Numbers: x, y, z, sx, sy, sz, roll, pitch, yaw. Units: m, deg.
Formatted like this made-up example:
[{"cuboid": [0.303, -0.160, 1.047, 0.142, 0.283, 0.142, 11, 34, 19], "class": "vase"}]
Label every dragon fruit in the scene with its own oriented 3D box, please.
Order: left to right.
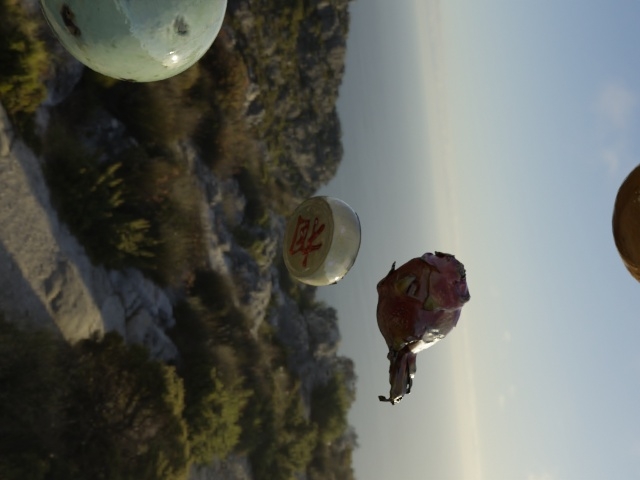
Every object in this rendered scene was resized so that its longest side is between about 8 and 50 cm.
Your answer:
[{"cuboid": [0.136, 0.130, 1.077, 0.126, 0.125, 0.245, 0, 107, -48], "class": "dragon fruit"}]

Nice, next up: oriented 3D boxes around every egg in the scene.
[{"cuboid": [-0.130, -0.190, 0.495, 0.131, 0.132, 0.164, -76, 162, -61], "class": "egg"}]

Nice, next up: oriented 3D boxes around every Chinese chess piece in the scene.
[{"cuboid": [0.000, 0.000, 0.982, 0.051, 0.122, 0.122, 17, 60, -36], "class": "Chinese chess piece"}]

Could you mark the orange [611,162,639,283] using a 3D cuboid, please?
[{"cuboid": [0.339, -0.017, 0.645, 0.124, 0.156, 0.156, -106, -175, -66], "class": "orange"}]
